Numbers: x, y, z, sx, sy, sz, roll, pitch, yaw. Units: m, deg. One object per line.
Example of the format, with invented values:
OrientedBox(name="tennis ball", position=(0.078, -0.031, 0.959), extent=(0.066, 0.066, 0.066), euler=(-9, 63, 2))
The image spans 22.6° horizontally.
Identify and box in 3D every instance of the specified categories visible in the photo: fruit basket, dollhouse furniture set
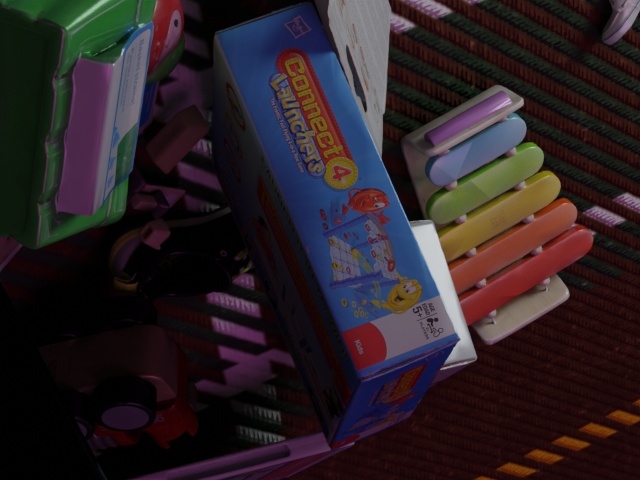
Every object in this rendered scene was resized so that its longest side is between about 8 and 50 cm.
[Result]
OrientedBox(name="fruit basket", position=(-0.172, -0.158, 1.260), extent=(0.353, 0.165, 0.327), euler=(-45, 154, -55))
OrientedBox(name="dollhouse furniture set", position=(-0.123, -0.059, 1.491), extent=(0.114, 0.091, 0.081), euler=(-44, 154, 22))

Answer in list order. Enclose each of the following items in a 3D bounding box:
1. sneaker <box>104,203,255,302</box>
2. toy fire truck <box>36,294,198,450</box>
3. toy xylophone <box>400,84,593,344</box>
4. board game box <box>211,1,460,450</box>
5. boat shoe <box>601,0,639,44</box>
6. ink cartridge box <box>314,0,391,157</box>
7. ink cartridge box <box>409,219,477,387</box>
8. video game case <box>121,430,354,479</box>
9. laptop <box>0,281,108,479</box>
OrientedBox(name="sneaker", position=(-0.096, 0.021, 1.563), extent=(0.235, 0.097, 0.084), euler=(-12, 129, -25))
OrientedBox(name="toy fire truck", position=(-0.216, 0.163, 1.572), extent=(0.217, 0.158, 0.246), euler=(-14, 143, 13))
OrientedBox(name="toy xylophone", position=(0.152, -0.015, 1.704), extent=(0.236, 0.081, 0.323), euler=(-36, 135, -3))
OrientedBox(name="board game box", position=(0.000, 0.000, 1.378), extent=(0.086, 0.308, 0.302), euler=(-20, 166, -10))
OrientedBox(name="boat shoe", position=(0.316, -0.251, 1.665), extent=(0.035, 0.035, 0.100), euler=(28, 112, -14))
OrientedBox(name="ink cartridge box", position=(0.014, -0.193, 1.388), extent=(0.056, 0.224, 0.181), euler=(-7, 136, 15))
OrientedBox(name="ink cartridge box", position=(0.057, 0.085, 1.608), extent=(0.087, 0.153, 0.208), euler=(-11, 166, -25))
OrientedBox(name="video game case", position=(-0.128, 0.255, 1.693), extent=(0.285, 0.025, 0.204), euler=(-11, 167, -25))
OrientedBox(name="laptop", position=(-0.411, 0.244, 1.333), extent=(0.236, 0.382, 0.408), euler=(10, 117, -36))
